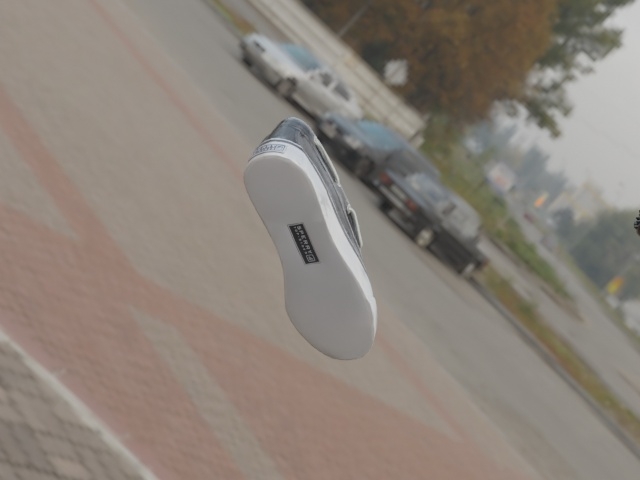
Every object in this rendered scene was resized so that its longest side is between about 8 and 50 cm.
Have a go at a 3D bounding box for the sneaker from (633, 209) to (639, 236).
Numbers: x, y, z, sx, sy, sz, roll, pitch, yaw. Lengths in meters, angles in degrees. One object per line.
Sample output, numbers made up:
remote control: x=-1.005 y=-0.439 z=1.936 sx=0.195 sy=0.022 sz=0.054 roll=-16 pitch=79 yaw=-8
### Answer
sneaker: x=0.560 y=-0.069 z=1.914 sx=0.106 sy=0.234 sz=0.078 roll=43 pitch=21 yaw=-3

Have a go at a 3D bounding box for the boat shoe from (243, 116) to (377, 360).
boat shoe: x=0.000 y=0.000 z=1.516 sx=0.301 sy=0.108 sz=0.102 roll=66 pitch=31 yaw=-29
